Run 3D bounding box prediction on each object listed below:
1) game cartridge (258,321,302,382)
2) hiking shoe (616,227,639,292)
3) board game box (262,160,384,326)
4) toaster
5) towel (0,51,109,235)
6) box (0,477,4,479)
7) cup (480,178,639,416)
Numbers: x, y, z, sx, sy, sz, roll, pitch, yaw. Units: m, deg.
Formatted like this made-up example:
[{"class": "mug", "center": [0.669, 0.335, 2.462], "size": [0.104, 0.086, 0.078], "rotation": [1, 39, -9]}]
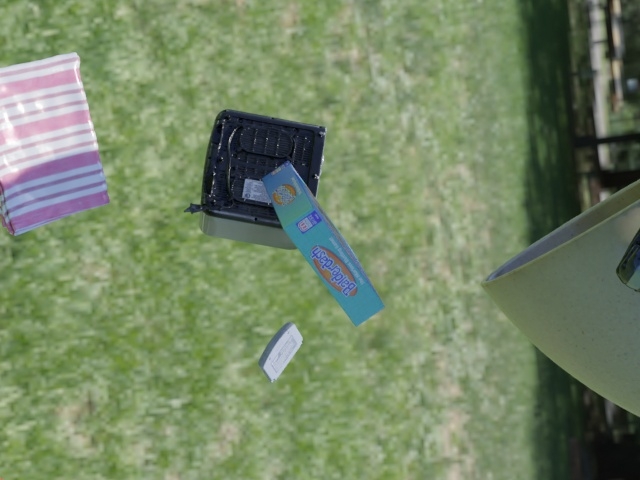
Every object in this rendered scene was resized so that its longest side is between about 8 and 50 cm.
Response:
[{"class": "game cartridge", "center": [-0.060, 0.164, 1.878], "size": [0.083, 0.017, 0.056], "rotation": [-54, 147, -22]}, {"class": "hiking shoe", "center": [0.404, -0.019, 1.096], "size": [0.132, 0.304, 0.113], "rotation": [43, 46, -6]}, {"class": "board game box", "center": [0.000, 0.000, 1.588], "size": [0.160, 0.047, 0.210], "rotation": [54, 3, -20]}, {"class": "toaster", "center": [-0.091, -0.085, 1.795], "size": [0.110, 0.185, 0.168], "rotation": [114, -15, -69]}, {"class": "towel", "center": [-0.333, -0.117, 1.519], "size": [0.144, 0.029, 0.197], "rotation": [-22, 112, -34]}, {"class": "box", "center": [-0.410, 0.406, 1.425], "size": [0.122, 0.257, 0.128], "rotation": [40, 5, -20]}, {"class": "cup", "center": [0.382, 0.061, 1.415], "size": [0.237, 0.331, 0.331], "rotation": [58, 14, 2]}]
